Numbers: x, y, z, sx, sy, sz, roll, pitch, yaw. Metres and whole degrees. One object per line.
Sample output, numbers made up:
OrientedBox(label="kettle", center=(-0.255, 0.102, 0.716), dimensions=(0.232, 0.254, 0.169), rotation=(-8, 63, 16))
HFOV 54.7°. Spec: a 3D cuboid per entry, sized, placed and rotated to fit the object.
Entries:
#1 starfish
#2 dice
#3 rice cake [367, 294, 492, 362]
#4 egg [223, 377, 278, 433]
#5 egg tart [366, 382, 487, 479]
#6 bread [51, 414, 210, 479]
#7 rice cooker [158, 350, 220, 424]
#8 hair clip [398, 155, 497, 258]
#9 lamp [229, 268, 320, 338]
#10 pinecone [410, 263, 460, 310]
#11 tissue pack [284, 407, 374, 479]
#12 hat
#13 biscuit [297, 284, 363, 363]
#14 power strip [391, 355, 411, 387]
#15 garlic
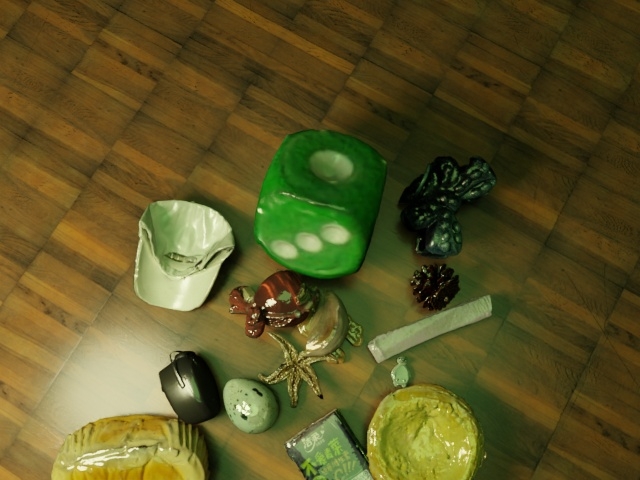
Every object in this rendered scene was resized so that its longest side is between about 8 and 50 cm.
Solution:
OrientedBox(label="starfish", center=(-0.067, 0.340, 1.693), dimensions=(0.213, 0.057, 0.238), rotation=(-31, 72, 0))
OrientedBox(label="dice", center=(0.004, -0.095, 1.630), dimensions=(0.297, 0.300, 0.287), rotation=(16, 52, 3))
OrientedBox(label="rice cake", center=(0.305, 0.239, 1.709), dimensions=(0.365, 0.056, 0.073), rotation=(-22, 83, -5))
OrientedBox(label="egg", center=(-0.188, 0.432, 1.630), dimensions=(0.164, 0.131, 0.131), rotation=(37, 80, 4))
OrientedBox(label="egg tart", center=(0.266, 0.528, 1.614), dimensions=(0.315, 0.120, 0.315), rotation=(0, 75, 0))
OrientedBox(label="bread", center=(-0.479, 0.573, 1.594), dimensions=(0.388, 0.183, 0.236), rotation=(6, 92, -5))
OrientedBox(label="rice cooker", center=(-0.345, 0.387, 1.639), dimensions=(0.118, 0.142, 0.203), rotation=(-32, 74, 5))
OrientedBox(label="hair clip", center=(0.340, -0.109, 1.727), dimensions=(0.206, 0.194, 0.310), rotation=(30, 78, 0))
OrientedBox(label="lamp", center=(-0.122, 0.154, 1.663), dimensions=(0.223, 0.215, 0.151), rotation=(-7, 112, -21))
OrientedBox(label="pinecone", center=(0.312, 0.122, 1.702), dimensions=(0.140, 0.140, 0.121), rotation=(-47, 53, -9))
OrientedBox(label="tissue pack", center=(0.037, 0.587, 1.626), dimensions=(0.173, 0.073, 0.235), rotation=(-33, 79, -7))
OrientedBox(label="hat", center=(-0.390, 0.048, 1.730), dimensions=(0.258, 0.168, 0.301), rotation=(16, 102, -12))
OrientedBox(label="biscuit", center=(0.011, 0.225, 1.729), dimensions=(0.144, 0.040, 0.236), rotation=(-41, 83, -14))
OrientedBox(label="power strip", center=(0.222, 0.360, 1.695), dimensions=(0.055, 0.035, 0.083), rotation=(7, 80, 2))
OrientedBox(label="garlic", center=(0.026, 0.228, 1.666), dimensions=(0.101, 0.087, 0.195), rotation=(12, 73, 11))
